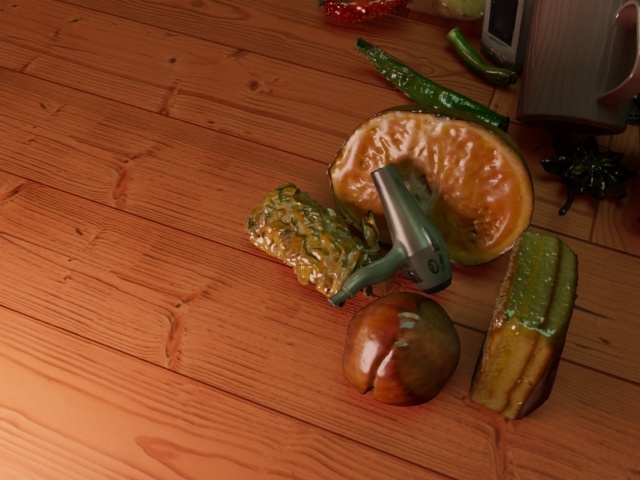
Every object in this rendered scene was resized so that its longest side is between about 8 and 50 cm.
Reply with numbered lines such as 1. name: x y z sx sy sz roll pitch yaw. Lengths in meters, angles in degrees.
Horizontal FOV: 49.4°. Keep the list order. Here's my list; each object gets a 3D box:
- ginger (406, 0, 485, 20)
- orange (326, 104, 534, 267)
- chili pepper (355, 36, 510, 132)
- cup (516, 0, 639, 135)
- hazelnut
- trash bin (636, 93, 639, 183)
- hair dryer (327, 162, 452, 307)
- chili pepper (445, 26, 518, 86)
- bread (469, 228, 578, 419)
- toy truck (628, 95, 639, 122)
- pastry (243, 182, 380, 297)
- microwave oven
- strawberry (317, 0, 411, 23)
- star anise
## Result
1. ginger: 0.278 -0.578 1.582 0.267 0.137 0.152 31 23 32
2. orange: 0.196 -0.096 1.164 0.274 0.274 0.310 -35 40 -23
3. chili pepper: 0.219 -0.309 1.426 0.359 0.076 0.085 33 41 16
4. cup: 0.512 -0.340 1.282 0.208 0.273 0.288 6 5 -42
5. hazelnut: 0.117 0.153 1.031 0.182 0.182 0.182 0 54 0
6. trash bin: 0.644 -0.141 1.227 0.121 0.243 0.247 -13 47 41
7. hair dryer: 0.098 -0.013 1.104 0.225 0.088 0.218 -6 83 -26
8. chili pepper: 0.342 -0.387 1.498 0.050 0.052 0.201 -43 63 6
9. bread: 0.300 0.129 1.010 0.111 0.234 0.184 17 54 15
10. toy truck: 0.781 -0.316 1.356 0.388 0.206 0.173 20 56 13
11. pastry: 0.000 0.000 1.179 0.250 0.102 0.154 33 59 24
12. microwave oven: 0.436 -0.488 1.470 0.162 0.208 0.122 -25 49 -18
13. strawberry: 0.115 -0.573 1.581 0.228 0.098 0.174 -3 69 13
14. star anise: 0.474 -0.130 1.291 0.234 0.073 0.177 -11 53 -30
